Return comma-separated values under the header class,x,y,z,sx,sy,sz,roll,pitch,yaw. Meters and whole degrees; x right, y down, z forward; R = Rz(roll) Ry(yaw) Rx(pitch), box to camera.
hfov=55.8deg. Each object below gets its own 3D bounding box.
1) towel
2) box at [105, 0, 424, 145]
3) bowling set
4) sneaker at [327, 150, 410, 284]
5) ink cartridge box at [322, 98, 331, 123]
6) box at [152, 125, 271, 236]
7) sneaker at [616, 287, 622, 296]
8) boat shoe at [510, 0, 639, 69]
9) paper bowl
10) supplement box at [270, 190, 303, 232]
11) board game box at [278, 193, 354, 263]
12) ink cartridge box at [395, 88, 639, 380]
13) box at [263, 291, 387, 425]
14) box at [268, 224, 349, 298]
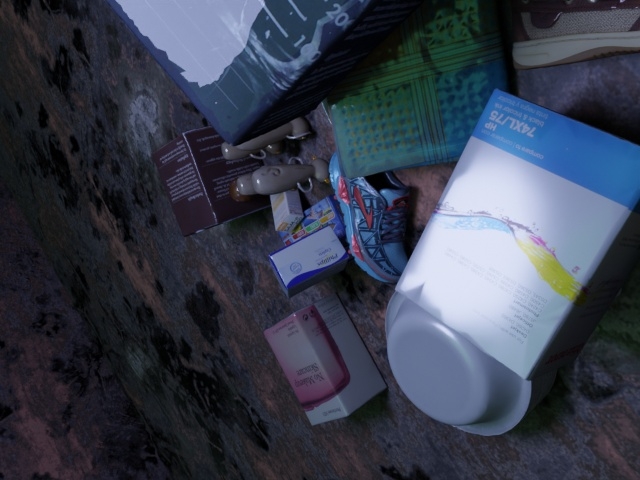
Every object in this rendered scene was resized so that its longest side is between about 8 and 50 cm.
class,x,y,z,sx,sy,sz,roll,pitch,yaw
towel,0.120,-0.285,0.866,0.271,0.040,0.371,-6,109,24
box,-0.050,-0.454,0.674,0.471,0.297,0.480,-39,94,29
bowling set,-0.107,-0.171,1.206,0.287,0.154,0.200,67,156,22
sneaker,0.102,-0.048,1.046,0.125,0.104,0.262,-19,94,49
ink cartridge box,0.027,-0.308,0.994,0.062,0.109,0.209,-26,88,52
box,-0.235,-0.138,1.333,0.168,0.167,0.203,-13,99,50
sneaker,0.362,0.049,0.846,0.109,0.043,0.040,33,133,36
boat shoe,0.352,-0.269,0.639,0.342,0.123,0.123,8,116,54
paper bowl,0.223,0.184,0.992,0.284,0.148,0.284,26,128,39
supplement box,-0.071,-0.074,1.248,0.062,0.036,0.099,-47,45,44
board game box,0.000,0.000,1.240,0.201,0.035,0.136,-27,87,51
ink cartridge box,0.265,-0.005,0.735,0.197,0.198,0.270,35,108,33
box,0.007,0.253,1.288,0.148,0.126,0.232,-37,80,50
box,-0.023,0.041,1.117,0.072,0.126,0.137,61,172,10
